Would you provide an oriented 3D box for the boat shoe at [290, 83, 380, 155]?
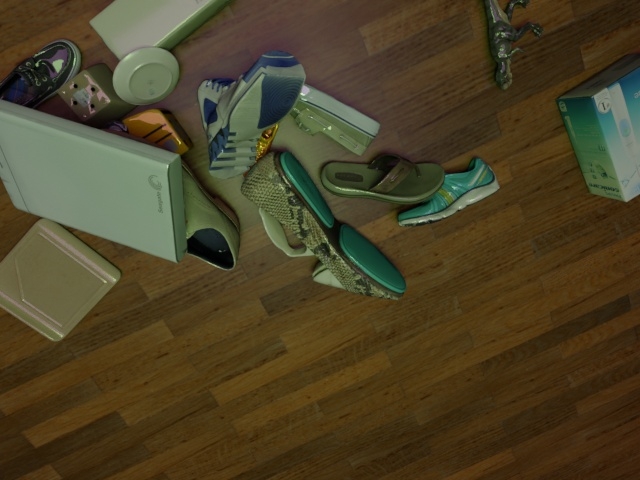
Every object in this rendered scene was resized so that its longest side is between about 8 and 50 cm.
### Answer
[{"bbox_3d":[-0.006,-0.284,0.908,0.302,0.109,0.094,21,105,-16],"label":"boat shoe"}]

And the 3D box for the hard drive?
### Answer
[{"bbox_3d":[-0.419,-0.100,0.727,0.353,0.047,0.233,18,133,4],"label":"hard drive"}]

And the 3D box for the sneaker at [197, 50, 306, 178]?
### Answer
[{"bbox_3d":[-0.176,-0.285,0.822,0.127,0.315,0.182,-11,71,-40],"label":"sneaker"}]

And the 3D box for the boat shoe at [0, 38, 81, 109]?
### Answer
[{"bbox_3d":[-0.598,-0.330,0.827,0.228,0.076,0.080,-35,108,4],"label":"boat shoe"}]

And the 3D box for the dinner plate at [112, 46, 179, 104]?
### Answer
[{"bbox_3d":[-0.356,-0.334,0.832,0.141,0.141,0.017,-37,76,4],"label":"dinner plate"}]

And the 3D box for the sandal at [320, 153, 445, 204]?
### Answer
[{"bbox_3d":[0.153,-0.155,0.951,0.303,0.120,0.086,0,143,-7],"label":"sandal"}]

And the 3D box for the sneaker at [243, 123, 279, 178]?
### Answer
[{"bbox_3d":[-0.144,-0.219,0.928,0.064,0.067,0.175,16,106,-14],"label":"sneaker"}]

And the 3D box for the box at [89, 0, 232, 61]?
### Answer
[{"bbox_3d":[-0.311,-0.470,0.814,0.275,0.094,0.113,-35,108,4],"label":"box"}]

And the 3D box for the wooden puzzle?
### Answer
[{"bbox_3d":[-0.647,0.096,0.972,0.238,0.044,0.221,-46,107,2],"label":"wooden puzzle"}]

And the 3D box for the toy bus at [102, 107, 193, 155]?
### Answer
[{"bbox_3d":[-0.459,-0.170,0.879,0.333,0.108,0.130,-32,111,2],"label":"toy bus"}]

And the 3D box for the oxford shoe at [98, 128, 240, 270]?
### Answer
[{"bbox_3d":[-0.307,-0.073,0.835,0.140,0.146,0.397,-39,132,15],"label":"oxford shoe"}]

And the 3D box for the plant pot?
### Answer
[{"bbox_3d":[-0.476,-0.301,0.842,0.109,0.096,0.109,-35,108,3],"label":"plant pot"}]

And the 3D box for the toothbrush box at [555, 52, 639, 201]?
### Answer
[{"bbox_3d":[0.768,-0.282,1.003,0.216,0.126,0.295,-31,110,2],"label":"toothbrush box"}]

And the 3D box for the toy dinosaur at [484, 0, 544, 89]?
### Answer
[{"bbox_3d":[0.434,-0.496,0.928,0.118,0.064,0.268,-23,105,6],"label":"toy dinosaur"}]

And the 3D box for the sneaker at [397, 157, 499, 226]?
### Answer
[{"bbox_3d":[0.312,-0.115,1.021,0.275,0.107,0.110,-28,89,-4],"label":"sneaker"}]

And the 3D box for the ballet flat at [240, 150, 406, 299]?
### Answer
[{"bbox_3d":[0.000,0.000,0.979,0.182,0.164,0.483,-36,111,25],"label":"ballet flat"}]
